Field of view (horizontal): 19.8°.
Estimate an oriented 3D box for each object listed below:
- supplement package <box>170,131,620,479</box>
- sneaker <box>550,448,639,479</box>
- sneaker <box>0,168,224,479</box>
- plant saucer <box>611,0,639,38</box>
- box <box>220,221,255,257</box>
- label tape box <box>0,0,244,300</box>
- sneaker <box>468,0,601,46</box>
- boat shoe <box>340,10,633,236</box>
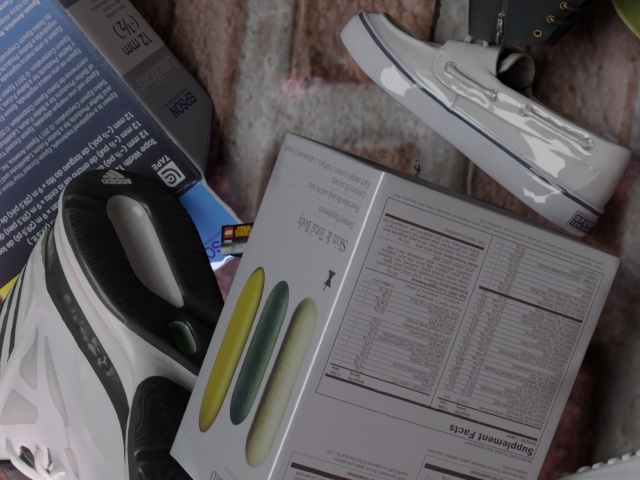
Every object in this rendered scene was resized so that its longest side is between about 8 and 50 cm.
[{"bbox_3d":[0.046,0.086,1.322,0.263,0.198,0.199,-70,23,4],"label":"supplement package"},{"bbox_3d":[0.219,0.192,1.301,0.235,0.090,0.095,0,64,39],"label":"sneaker"},{"bbox_3d":[-0.155,0.188,1.524,0.257,0.169,0.447,-49,52,41],"label":"sneaker"},{"bbox_3d":[0.311,-0.237,1.313,0.241,0.037,0.241,-8,77,38],"label":"plant saucer"},{"bbox_3d":[0.000,0.000,1.487,0.137,0.094,0.027,-5,80,37],"label":"box"},{"bbox_3d":[-0.236,-0.087,1.653,0.249,0.115,0.348,-36,98,28],"label":"label tape box"},{"bbox_3d":[0.207,-0.199,1.330,0.222,0.083,0.118,7,106,33],"label":"sneaker"},{"bbox_3d":[0.127,-0.113,1.405,0.267,0.096,0.088,44,106,33],"label":"boat shoe"}]
